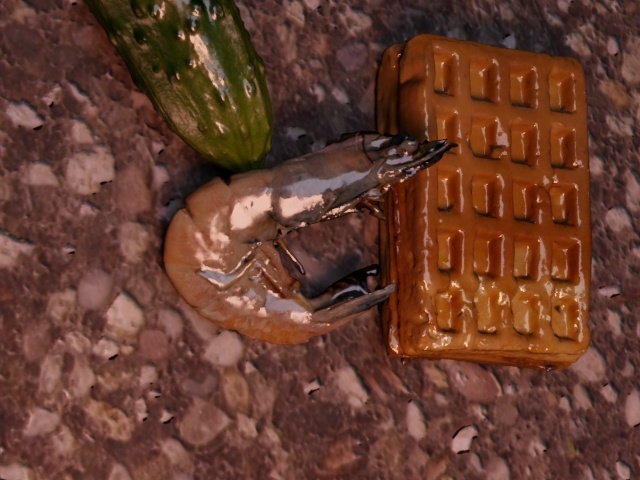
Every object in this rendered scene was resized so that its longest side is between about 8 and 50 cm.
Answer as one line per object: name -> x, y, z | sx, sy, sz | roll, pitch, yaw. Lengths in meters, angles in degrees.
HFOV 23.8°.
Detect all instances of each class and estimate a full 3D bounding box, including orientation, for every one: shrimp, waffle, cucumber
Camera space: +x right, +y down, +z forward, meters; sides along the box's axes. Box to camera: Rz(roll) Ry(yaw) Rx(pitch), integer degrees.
shrimp -> 0.002, 0.002, 1.417 | 0.289, 0.075, 0.178 | -20, 105, -15
waffle -> 0.166, -0.035, 1.536 | 0.224, 0.098, 0.328 | 7, 74, -24
cucumber -> -0.111, -0.155, 1.413 | 0.134, 0.134, 0.244 | -34, 105, -30

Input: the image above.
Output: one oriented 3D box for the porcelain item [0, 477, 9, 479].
porcelain item -> -0.311, 0.371, 1.108 | 0.178, 0.242, 0.405 | 9, 75, -6
